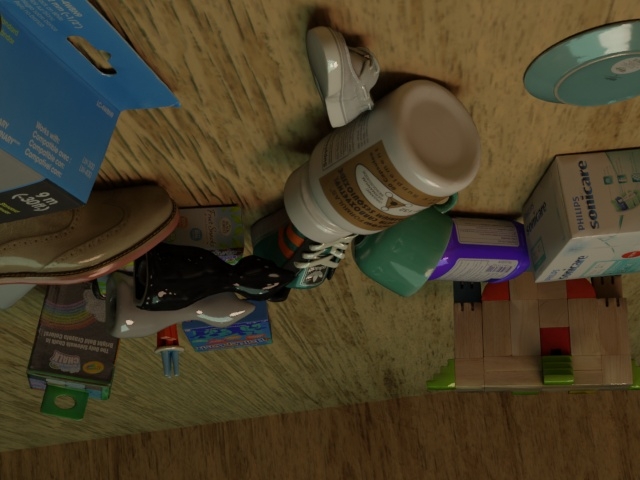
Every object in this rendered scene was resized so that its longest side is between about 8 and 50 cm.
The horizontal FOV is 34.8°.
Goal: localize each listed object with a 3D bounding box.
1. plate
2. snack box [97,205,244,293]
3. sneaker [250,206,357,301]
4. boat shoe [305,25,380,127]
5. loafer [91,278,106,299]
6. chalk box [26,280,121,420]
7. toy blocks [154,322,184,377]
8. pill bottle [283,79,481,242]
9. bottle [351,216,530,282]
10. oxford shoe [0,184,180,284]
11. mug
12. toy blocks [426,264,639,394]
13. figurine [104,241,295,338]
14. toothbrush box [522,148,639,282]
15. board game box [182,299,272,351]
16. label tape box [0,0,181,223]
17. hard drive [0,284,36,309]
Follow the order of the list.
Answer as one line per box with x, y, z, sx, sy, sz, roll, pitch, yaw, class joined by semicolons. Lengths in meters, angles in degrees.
0.319;-0.184;1.122;0.188;0.024;0.188;-5;162;-2;plate
-0.217;0.016;1.458;0.207;0.070;0.174;-2;161;-10;snack box
0.000;0.000;1.408;0.108;0.121;0.302;3;159;-29;sneaker
0.028;-0.164;1.016;0.063;0.066;0.184;-21;159;-1;boat shoe
-0.260;0.061;1.555;0.170;0.062;0.061;-13;-162;-26;loafer
-0.389;0.179;1.629;0.132;0.213;0.132;12;160;-9;chalk box
-0.259;0.151;1.730;0.054;0.148;0.123;-5;162;-8;toy blocks
0.061;-0.079;1.172;0.131;0.131;0.229;6;158;-36;pill bottle
0.184;0.013;1.563;0.283;0.092;0.118;3;159;-27;bottle
-0.337;-0.022;1.224;0.348;0.123;0.130;-17;127;-23;oxford shoe
0.111;-0.012;1.414;0.097;0.157;0.129;29;157;-11;mug
0.373;0.125;1.753;0.382;0.260;0.191;-3;165;10;toy blocks
-0.169;0.075;1.399;0.210;0.092;0.215;4;157;-28;figurine
0.461;-0.039;1.461;0.296;0.126;0.216;-4;162;-4;toothbrush box
-0.176;0.166;1.973;0.160;0.047;0.210;-7;163;-2;board game box
-0.337;-0.104;0.977;0.348;0.115;0.249;-9;162;12;label tape box
-0.491;0.025;1.423;0.233;0.047;0.353;5;159;-34;hard drive
